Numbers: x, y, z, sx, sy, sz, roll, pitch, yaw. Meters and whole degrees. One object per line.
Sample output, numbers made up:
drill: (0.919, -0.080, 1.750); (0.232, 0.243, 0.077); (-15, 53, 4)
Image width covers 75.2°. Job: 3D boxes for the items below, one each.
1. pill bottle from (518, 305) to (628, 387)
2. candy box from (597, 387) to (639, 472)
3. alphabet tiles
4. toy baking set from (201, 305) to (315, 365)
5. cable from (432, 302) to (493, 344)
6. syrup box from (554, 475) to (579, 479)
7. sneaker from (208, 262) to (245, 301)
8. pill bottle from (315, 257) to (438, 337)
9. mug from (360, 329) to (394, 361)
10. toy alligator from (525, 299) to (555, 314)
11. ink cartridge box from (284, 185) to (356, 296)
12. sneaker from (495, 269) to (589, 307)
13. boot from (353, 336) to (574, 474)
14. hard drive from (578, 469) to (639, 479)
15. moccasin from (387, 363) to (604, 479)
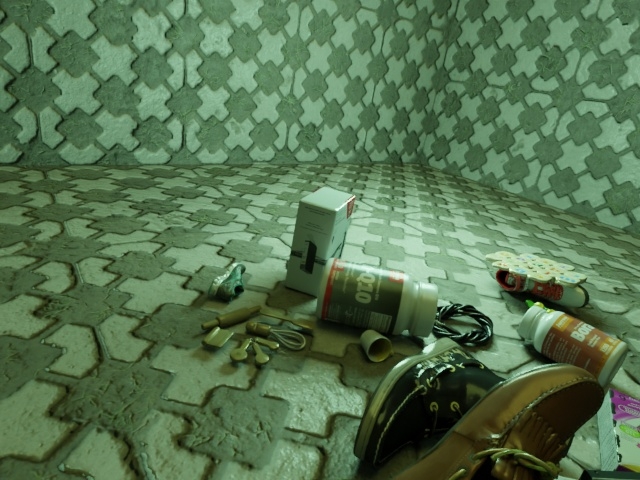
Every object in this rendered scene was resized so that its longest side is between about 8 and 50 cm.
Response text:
pill bottle: (0.618, 0.253, 1.033); (0.121, 0.121, 0.216); (-10, 28, -38)
candy box: (0.608, 0.391, 0.757); (0.159, 0.071, 0.233); (20, 25, 24)
alphabet tiles: (0.704, 0.091, 1.371); (0.278, 0.021, 0.284); (-8, 22, -42)
toy baking set: (-0.145, 0.216, 0.970); (0.197, 0.030, 0.256); (29, 30, 35)
cable: (0.386, 0.223, 1.119); (0.185, 0.047, 0.150); (6, 22, -9)
syrup box: (0.384, 0.413, 0.586); (0.237, 0.093, 0.096); (11, 21, 6)
sneaker: (-0.239, 0.119, 1.147); (0.076, 0.065, 0.166); (28, 28, 5)
pill bottle: (0.142, 0.148, 1.058); (0.284, 0.161, 0.161); (11, 22, 7)
mug: (0.126, 0.246, 0.972); (0.062, 0.078, 0.064); (-33, 24, -10)
toy alligator: (0.665, 0.235, 1.195); (0.051, 0.056, 0.190); (-43, 42, -9)
ink cartridge box: (0.000, 0.000, 1.229); (0.114, 0.272, 0.197); (19, 24, 14)
sneaker: (0.707, 0.153, 1.358); (0.145, 0.090, 0.270); (-5, 22, -28)
boot: (0.262, 0.321, 0.726); (0.284, 0.138, 0.377); (25, 22, 34)
hard drive: (0.462, 0.400, 0.647); (0.135, 0.094, 0.022); (6, 21, -6)
moccasin: (0.232, 0.303, 0.546); (0.380, 0.139, 0.147); (-28, 19, -13)
